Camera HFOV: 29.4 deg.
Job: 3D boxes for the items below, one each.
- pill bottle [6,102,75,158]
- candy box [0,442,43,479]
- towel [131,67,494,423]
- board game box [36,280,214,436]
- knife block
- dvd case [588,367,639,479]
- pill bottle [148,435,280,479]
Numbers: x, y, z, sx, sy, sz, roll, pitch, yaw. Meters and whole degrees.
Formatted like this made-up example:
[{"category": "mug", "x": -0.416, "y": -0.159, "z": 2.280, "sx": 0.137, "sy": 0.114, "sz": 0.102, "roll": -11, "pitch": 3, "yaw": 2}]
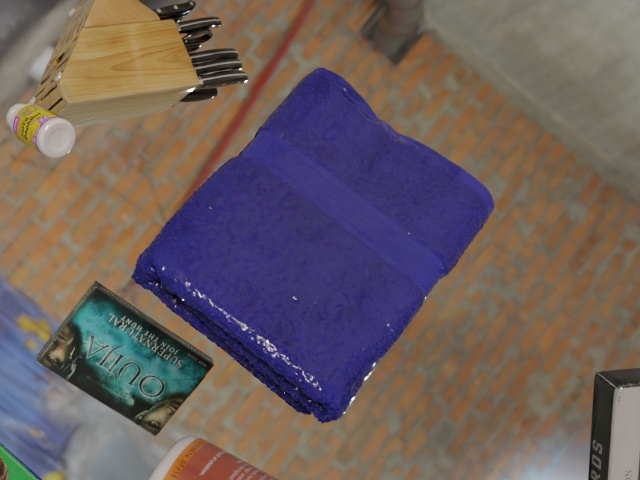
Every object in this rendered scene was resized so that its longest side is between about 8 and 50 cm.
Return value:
[{"category": "pill bottle", "x": -0.294, "y": -0.117, "z": 1.275, "sx": 0.083, "sy": 0.043, "sz": 0.043, "roll": 27, "pitch": -106, "yaw": 42}, {"category": "candy box", "x": -0.324, "y": 0.388, "z": 1.432, "sx": 0.122, "sy": 0.317, "sz": 0.268, "roll": -45, "pitch": 155, "yaw": -26}, {"category": "towel", "x": 0.000, "y": 0.000, "z": 1.123, "sx": 0.308, "sy": 0.228, "sz": 0.076, "roll": -50, "pitch": 175, "yaw": -36}, {"category": "board game box", "x": -0.246, "y": 0.152, "z": 1.546, "sx": 0.126, "sy": 0.186, "sz": 0.026, "roll": -51, "pitch": -161, "yaw": 8}, {"category": "knife block", "x": -0.217, "y": -0.202, "z": 1.551, "sx": 0.088, "sy": 0.242, "sz": 0.275, "roll": -31, "pitch": -145, "yaw": 43}, {"category": "dvd case", "x": 0.256, "y": 0.148, "z": 0.659, "sx": 0.029, "sy": 0.239, "sz": 0.179, "roll": -136, "pitch": -135, "yaw": -70}, {"category": "pill bottle", "x": -0.064, "y": 0.288, "z": 1.185, "sx": 0.121, "sy": 0.216, "sz": 0.121, "roll": -57, "pitch": 164, "yaw": -27}]
